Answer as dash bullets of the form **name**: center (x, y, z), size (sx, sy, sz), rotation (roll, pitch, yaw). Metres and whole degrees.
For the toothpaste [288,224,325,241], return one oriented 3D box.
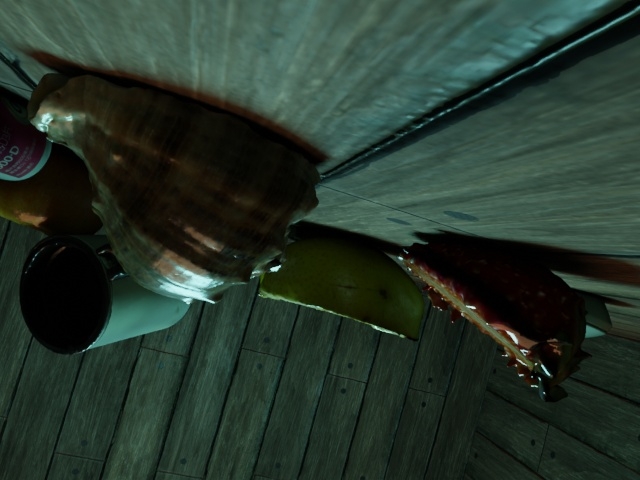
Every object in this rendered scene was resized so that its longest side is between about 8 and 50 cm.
- **toothpaste**: center (0.000, 0.000, 1.272), size (0.062, 0.039, 0.239), rotation (4, 172, 39)

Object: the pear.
- **pear**: center (0.060, 0.090, 1.146), size (0.386, 0.191, 0.340), rotation (17, 173, -8)

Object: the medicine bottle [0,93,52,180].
- **medicine bottle**: center (-0.378, -0.126, 0.489), size (0.090, 0.090, 0.216), rotation (15, 176, 12)

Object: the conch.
- **conch**: center (-0.120, -0.020, 0.455), size (0.210, 0.159, 0.291), rotation (14, 175, 41)

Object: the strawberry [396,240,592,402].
- **strawberry**: center (0.238, 0.061, 0.691), size (0.306, 0.137, 0.233), rotation (46, 179, 42)

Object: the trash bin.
- **trash bin**: center (-0.417, 0.096, 0.998), size (0.277, 0.217, 0.262), rotation (-29, 171, 19)

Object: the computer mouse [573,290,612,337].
- **computer mouse**: center (0.412, 0.128, 0.973), size (0.288, 0.097, 0.159), rotation (14, 178, 15)

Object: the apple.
- **apple**: center (-0.535, -0.103, 0.973), size (0.210, 0.173, 0.235), rotation (23, 173, 28)
